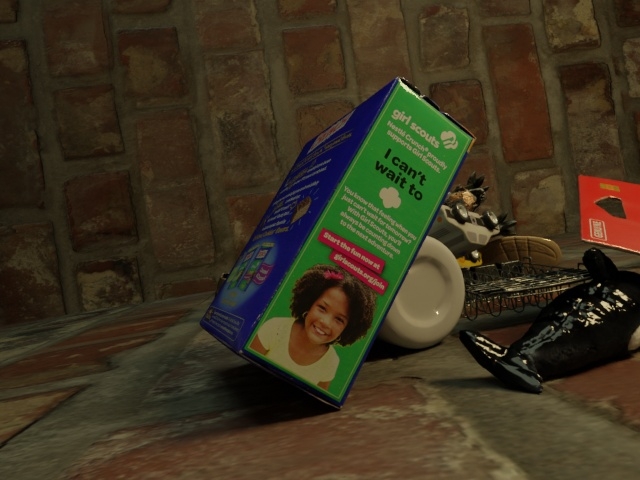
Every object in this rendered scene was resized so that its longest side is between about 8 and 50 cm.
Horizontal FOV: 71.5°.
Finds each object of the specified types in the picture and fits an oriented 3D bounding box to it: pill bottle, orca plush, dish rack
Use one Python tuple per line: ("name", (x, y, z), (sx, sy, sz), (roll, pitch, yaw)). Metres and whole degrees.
("pill bottle", (0.073, 0.072, 0.662), (0.146, 0.146, 0.264), (-9, -1, -25))
("orca plush", (0.268, 0.060, 0.468), (0.287, 0.102, 0.151), (-9, -1, -19))
("dish rack", (0.291, 0.078, 0.719), (0.208, 0.074, 0.271), (-10, 1, -5))

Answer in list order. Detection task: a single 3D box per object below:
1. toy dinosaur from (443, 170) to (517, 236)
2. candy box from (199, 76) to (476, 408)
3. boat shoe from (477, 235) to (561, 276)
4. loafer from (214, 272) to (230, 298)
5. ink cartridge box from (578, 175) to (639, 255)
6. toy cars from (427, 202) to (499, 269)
("toy dinosaur", (0.295, -0.045, 1.017), (0.218, 0.164, 0.322), (-23, 4, -15))
("candy box", (0.000, 0.000, 0.540), (0.122, 0.317, 0.268), (32, -15, -17))
("boat shoe", (0.424, 0.045, 1.075), (0.285, 0.102, 0.092), (-16, 0, 32))
("loafer", (-0.126, 0.115, 1.062), (0.366, 0.130, 0.134), (-9, -1, 30))
("ink cartridge box", (0.453, -0.039, 0.515), (0.261, 0.066, 0.296), (19, 29, 21))
("toy cars", (0.267, 0.032, 0.892), (0.177, 0.087, 0.393), (-14, -21, 6))
